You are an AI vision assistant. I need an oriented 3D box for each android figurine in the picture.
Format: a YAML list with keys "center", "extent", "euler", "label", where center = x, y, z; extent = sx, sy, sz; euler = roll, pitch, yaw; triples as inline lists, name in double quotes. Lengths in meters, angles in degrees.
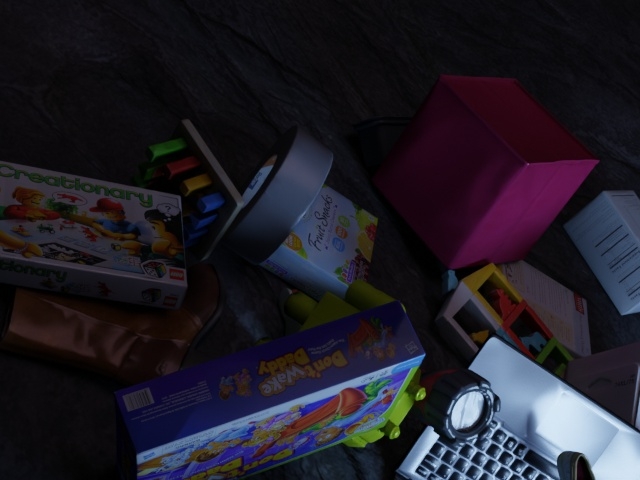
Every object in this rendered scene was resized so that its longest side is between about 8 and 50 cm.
- center: [0.028, 0.180, 1.509]
  extent: [0.273, 0.248, 0.056]
  euler: [32, -8, 38]
  label: "android figurine"

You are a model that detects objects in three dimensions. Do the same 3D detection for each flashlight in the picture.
- center: [0.134, 0.194, 1.571]
  extent: [0.103, 0.103, 0.304]
  euler: [16, 8, -32]
  label: "flashlight"

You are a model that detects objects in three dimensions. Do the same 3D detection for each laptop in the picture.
- center: [0.311, 0.424, 1.548]
  extent: [0.382, 0.408, 0.236]
  euler: [34, 4, -14]
  label: "laptop"

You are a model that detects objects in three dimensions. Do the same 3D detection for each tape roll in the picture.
- center: [-0.072, -0.071, 1.672]
  extent: [0.072, 0.219, 0.219]
  euler: [34, 37, -14]
  label: "tape roll"

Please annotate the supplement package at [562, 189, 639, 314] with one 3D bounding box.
- center: [0.675, 0.024, 2.356]
  extent: [0.139, 0.134, 0.244]
  euler: [-3, 56, -45]
  label: "supplement package"

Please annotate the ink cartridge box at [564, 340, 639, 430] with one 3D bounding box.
- center: [0.580, 0.329, 1.871]
  extent: [0.270, 0.198, 0.197]
  euler: [27, 62, -20]
  label: "ink cartridge box"

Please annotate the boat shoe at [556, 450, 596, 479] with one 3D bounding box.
- center: [0.384, 0.373, 1.559]
  extent: [0.050, 0.045, 0.135]
  euler: [-17, 84, -27]
  label: "boat shoe"

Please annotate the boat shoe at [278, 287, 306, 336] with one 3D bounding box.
- center: [-0.031, 0.132, 1.660]
  extent: [0.043, 0.049, 0.137]
  euler: [19, 38, -33]
  label: "boat shoe"

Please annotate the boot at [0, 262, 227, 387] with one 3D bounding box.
- center: [-0.279, 0.090, 1.461]
  extent: [0.280, 0.096, 0.264]
  euler: [22, 47, -15]
  label: "boot"

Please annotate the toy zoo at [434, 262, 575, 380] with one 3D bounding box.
- center: [0.322, 0.167, 1.922]
  extent: [0.293, 0.030, 0.192]
  euler: [50, 47, 0]
  label: "toy zoo"

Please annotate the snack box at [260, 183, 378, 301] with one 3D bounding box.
- center: [0.000, 0.000, 1.796]
  extent: [0.174, 0.070, 0.207]
  euler: [33, 37, -15]
  label: "snack box"

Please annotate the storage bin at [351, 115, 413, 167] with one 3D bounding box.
- center: [0.129, -0.190, 2.100]
  extent: [0.135, 0.098, 0.091]
  euler: [-3, 84, -46]
  label: "storage bin"

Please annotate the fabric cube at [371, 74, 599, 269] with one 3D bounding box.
- center: [0.306, -0.131, 2.007]
  extent: [0.259, 0.258, 0.254]
  euler: [-5, 47, -46]
  label: "fabric cube"

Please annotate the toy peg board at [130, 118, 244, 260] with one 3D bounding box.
- center: [-0.213, -0.065, 1.592]
  extent: [0.079, 0.161, 0.160]
  euler: [-22, 71, -38]
  label: "toy peg board"

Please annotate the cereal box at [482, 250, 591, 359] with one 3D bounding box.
- center: [0.421, 0.131, 2.084]
  extent: [0.240, 0.047, 0.173]
  euler: [31, 39, -17]
  label: "cereal box"

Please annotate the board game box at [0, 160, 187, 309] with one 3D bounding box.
- center: [-0.335, -0.011, 1.434]
  extent: [0.305, 0.053, 0.193]
  euler: [10, 38, -20]
  label: "board game box"

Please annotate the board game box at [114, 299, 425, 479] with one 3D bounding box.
- center: [-0.067, 0.204, 1.281]
  extent: [0.347, 0.233, 0.078]
  euler: [-17, 64, -19]
  label: "board game box"
